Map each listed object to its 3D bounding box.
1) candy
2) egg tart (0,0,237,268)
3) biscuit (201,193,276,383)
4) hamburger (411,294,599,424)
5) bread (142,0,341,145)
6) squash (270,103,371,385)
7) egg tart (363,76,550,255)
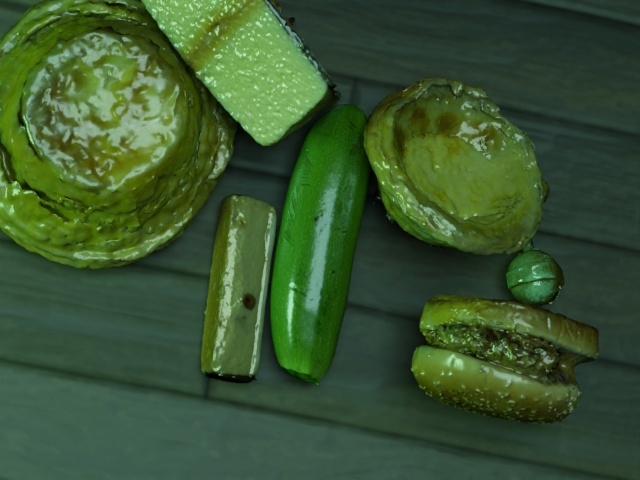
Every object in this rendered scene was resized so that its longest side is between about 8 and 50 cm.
[{"bbox_3d":[0.213,-0.028,2.002,0.061,0.061,0.202,-5,73,-10],"label":"candy"},{"bbox_3d":[-0.220,-0.118,1.901,0.294,0.123,0.294,1,82,-8],"label":"egg tart"},{"bbox_3d":[-0.081,0.049,1.933,0.056,0.052,0.188,10,80,-20],"label":"biscuit"},{"bbox_3d":[0.183,0.118,1.893,0.182,0.191,0.118,10,81,-15],"label":"hamburger"},{"bbox_3d":[-0.054,-0.238,1.911,0.240,0.135,0.178,53,38,-1],"label":"bread"},{"bbox_3d":[-0.001,-0.001,1.938,0.082,0.082,0.292,12,79,-7],"label":"squash"},{"bbox_3d":[0.132,-0.066,1.949,0.212,0.090,0.212,13,54,-19],"label":"egg tart"}]
